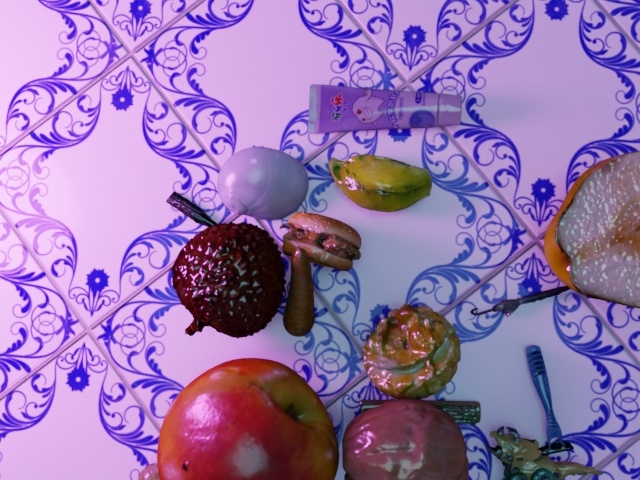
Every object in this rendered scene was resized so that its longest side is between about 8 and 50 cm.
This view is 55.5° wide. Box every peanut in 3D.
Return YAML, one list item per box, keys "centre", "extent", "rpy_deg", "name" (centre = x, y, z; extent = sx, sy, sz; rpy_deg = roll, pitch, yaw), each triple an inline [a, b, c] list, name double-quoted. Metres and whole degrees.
- centre: [-0.396, 0.617, 1.415]
  extent: [0.089, 0.089, 0.192]
  rpy_deg: [15, 90, 4]
  name: "peanut"

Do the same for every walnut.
- centre: [0.179, 0.472, 1.292]
  extent: [0.285, 0.285, 0.296]
  rpy_deg: [2, 121, 2]
  name: "walnut"

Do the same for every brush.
- centre: [0.234, 0.404, 1.427]
  extent: [0.282, 0.048, 0.054]
  rpy_deg: [0, 86, 4]
  name: "brush"

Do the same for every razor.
- centre: [0.526, 0.371, 1.419]
  extent: [0.082, 0.042, 0.253]
  rpy_deg: [-11, 84, 2]
  name: "razor"

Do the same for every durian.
- centre: [0.140, -0.136, 1.455]
  extent: [0.250, 0.101, 0.139]
  rpy_deg: [4, 50, 3]
  name: "durian"

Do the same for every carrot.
- centre: [-0.045, 0.106, 1.361]
  extent: [0.078, 0.298, 0.078]
  rpy_deg: [2, 44, -2]
  name: "carrot"

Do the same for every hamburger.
- centre: [0.007, 0.002, 1.399]
  extent: [0.182, 0.191, 0.118]
  rpy_deg: [13, 94, -25]
  name: "hamburger"

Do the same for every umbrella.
- centre: [0.490, 0.146, 1.442]
  extent: [0.269, 0.044, 0.044]
  rpy_deg: [-14, 115, 2]
  name: "umbrella"

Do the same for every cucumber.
- centre: [-0.307, -0.063, 1.496]
  extent: [0.163, 0.043, 0.039]
  rpy_deg: [36, 125, 7]
  name: "cucumber"

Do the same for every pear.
- centre: [0.687, -0.018, 1.372]
  extent: [0.387, 0.191, 0.340]
  rpy_deg: [-18, 88, 0]
  name: "pear"

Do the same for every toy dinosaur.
- centre: [0.498, 0.524, 1.376]
  extent: [0.259, 0.094, 0.153]
  rpy_deg: [15, 94, 7]
  name: "toy dinosaur"

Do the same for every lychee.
- centre: [-0.207, 0.099, 1.362]
  extent: [0.264, 0.264, 0.300]
  rpy_deg: [36, 93, 5]
  name: "lychee"

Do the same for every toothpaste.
- centre: [0.155, -0.319, 1.491]
  extent: [0.371, 0.080, 0.125]
  rpy_deg: [3, 88, 10]
  name: "toothpaste"

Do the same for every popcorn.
- centre: [0.206, 0.256, 1.370]
  extent: [0.221, 0.183, 0.204]
  rpy_deg: [-39, 57, 0]
  name: "popcorn"

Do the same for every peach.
- centre: [-0.163, 0.446, 1.292]
  extent: [0.388, 0.388, 0.388]
  rpy_deg: [0, 85, 2]
  name: "peach"

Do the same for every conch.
- centre: [-0.137, -0.133, 1.466]
  extent: [0.221, 0.121, 0.184]
  rpy_deg: [-11, 114, -3]
  name: "conch"
